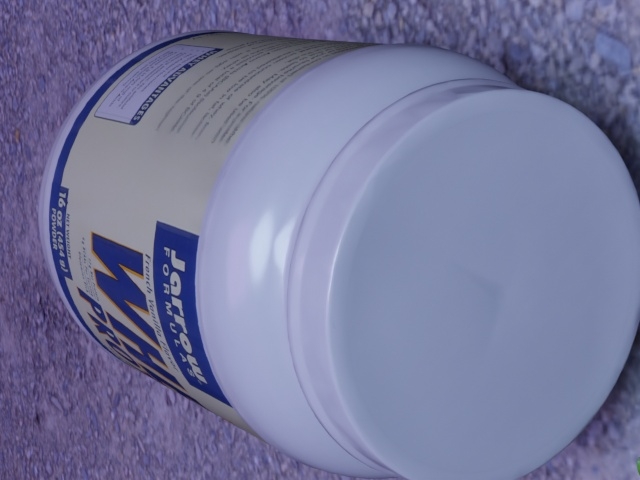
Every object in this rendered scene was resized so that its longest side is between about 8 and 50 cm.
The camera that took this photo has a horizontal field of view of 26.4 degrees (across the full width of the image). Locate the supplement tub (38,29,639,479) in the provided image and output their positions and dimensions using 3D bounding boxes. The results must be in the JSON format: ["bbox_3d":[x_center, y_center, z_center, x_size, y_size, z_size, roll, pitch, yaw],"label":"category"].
[{"bbox_3d":[0.000,0.000,0.787,0.325,0.235,0.235,17,109,56],"label":"supplement tub"}]

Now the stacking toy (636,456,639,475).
[{"bbox_3d":[0.161,0.144,0.587,0.052,0.221,0.167,43,158,-12],"label":"stacking toy"}]
